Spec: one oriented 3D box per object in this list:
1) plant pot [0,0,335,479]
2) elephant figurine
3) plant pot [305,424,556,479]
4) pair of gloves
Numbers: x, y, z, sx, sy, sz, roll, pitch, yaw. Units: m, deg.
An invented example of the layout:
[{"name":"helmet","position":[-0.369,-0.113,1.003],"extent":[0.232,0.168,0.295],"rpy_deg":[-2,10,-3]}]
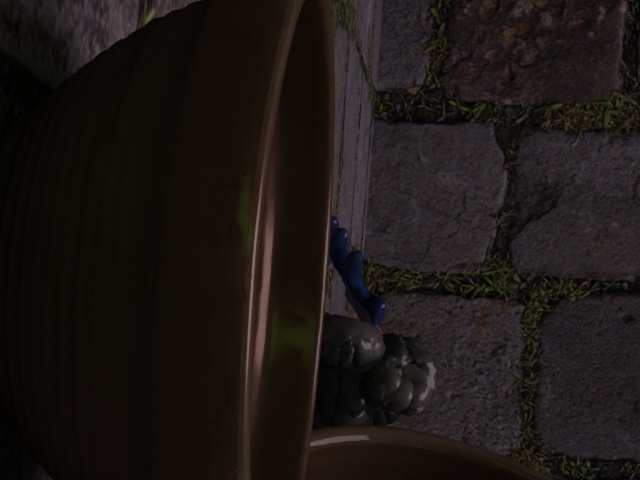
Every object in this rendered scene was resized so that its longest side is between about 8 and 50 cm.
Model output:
[{"name":"plant pot","position":[-0.060,0.015,0.527],"extent":[0.237,0.109,0.237],"rpy_deg":[3,90,-84]},{"name":"elephant figurine","position":[-0.022,0.169,1.011],"extent":[0.169,0.186,0.239],"rpy_deg":[9,-98,53]},{"name":"plant pot","position":[0.044,0.256,0.678],"extent":[0.263,0.263,0.229],"rpy_deg":[-72,-179,-68]},{"name":"pair of gloves","position":[0.000,0.000,1.132],"extent":[0.198,0.023,0.159],"rpy_deg":[56,-7,31]}]
